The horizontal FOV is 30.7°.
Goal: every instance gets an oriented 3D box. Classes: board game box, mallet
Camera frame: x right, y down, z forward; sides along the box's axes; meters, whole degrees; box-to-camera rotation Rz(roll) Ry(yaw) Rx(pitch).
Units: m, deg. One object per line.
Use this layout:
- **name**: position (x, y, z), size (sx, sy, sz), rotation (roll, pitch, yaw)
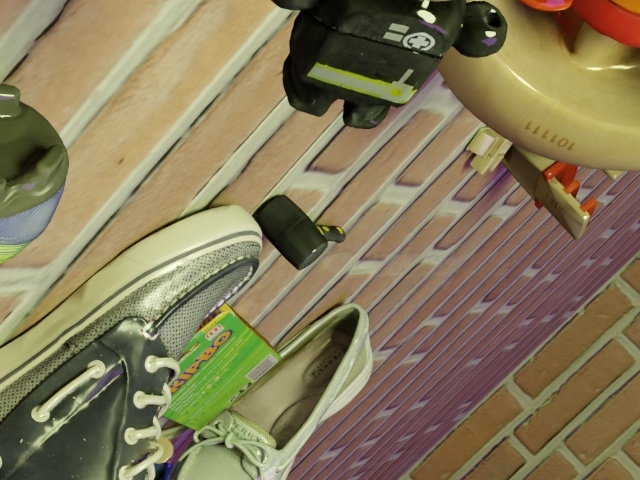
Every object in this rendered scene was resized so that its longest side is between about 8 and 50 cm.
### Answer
- **board game box**: position (-0.116, 0.127, 1.165), size (0.124, 0.039, 0.259), rotation (-41, 165, -4)
- **mallet**: position (0.000, 0.000, 1.062), size (0.039, 0.062, 0.189), rotation (-44, 163, 10)

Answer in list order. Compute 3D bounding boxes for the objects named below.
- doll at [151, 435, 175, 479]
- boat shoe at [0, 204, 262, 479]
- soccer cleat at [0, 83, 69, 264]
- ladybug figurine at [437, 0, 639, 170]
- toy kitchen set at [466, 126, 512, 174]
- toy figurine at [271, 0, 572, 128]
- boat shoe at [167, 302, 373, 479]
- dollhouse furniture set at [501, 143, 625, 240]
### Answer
- **doll**: position (-0.206, 0.281, 1.317), size (0.129, 0.046, 0.189), rotation (-46, 166, -28)
- **boat shoe**: position (-0.150, 0.123, 0.880), size (0.340, 0.158, 0.127), rotation (-36, 162, -15)
- **soccer cleat**: position (-0.245, 0.012, 0.536), size (0.289, 0.093, 0.121), rotation (-25, 162, -41)
- **ladybug figurine**: position (0.221, -0.216, 0.698), size (0.162, 0.305, 0.449), rotation (-65, -177, -32)
- **toy kitchen set**: position (0.208, -0.092, 1.256), size (0.068, 0.075, 0.083), rotation (-12, 142, -55)
- **toy figurine**: position (0.039, -0.178, 0.482), size (0.213, 0.210, 0.148), rotation (-32, 171, -27)
- **boat shoe**: position (-0.056, 0.196, 1.331), size (0.320, 0.118, 0.103), rotation (-40, 152, -27)
- **dollhouse furniture set**: position (0.347, -0.135, 1.345), size (0.259, 0.135, 0.262), rotation (-39, 162, -9)
